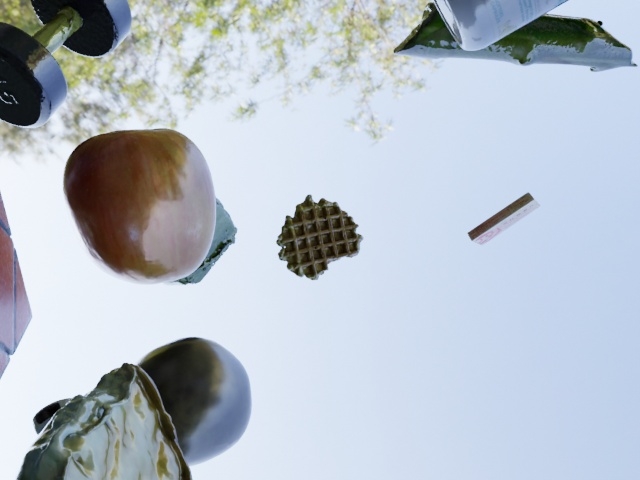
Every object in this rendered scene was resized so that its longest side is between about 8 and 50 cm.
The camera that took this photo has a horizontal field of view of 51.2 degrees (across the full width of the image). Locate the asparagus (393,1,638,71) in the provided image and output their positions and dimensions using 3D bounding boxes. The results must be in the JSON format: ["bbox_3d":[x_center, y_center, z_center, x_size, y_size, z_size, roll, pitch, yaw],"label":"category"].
[{"bbox_3d":[0.271,-0.277,0.914,0.343,0.082,0.085,1,-99,-3],"label":"asparagus"}]

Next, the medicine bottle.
[{"bbox_3d":[0.226,-0.312,0.719,0.215,0.135,0.135,-28,-140,12],"label":"medicine bottle"}]

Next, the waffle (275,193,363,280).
[{"bbox_3d":[-0.002,-0.001,0.649,0.085,0.078,0.016,-45,-172,-20],"label":"waffle"}]

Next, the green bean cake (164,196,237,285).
[{"bbox_3d":[-0.305,-0.022,1.478,0.113,0.200,0.214,3,-133,41],"label":"green bean cake"}]

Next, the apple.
[{"bbox_3d":[-0.286,-0.054,1.057,0.242,0.241,0.242,-6,-168,1],"label":"apple"}]

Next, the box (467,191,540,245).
[{"bbox_3d":[0.236,-0.026,0.860,0.093,0.058,0.015,-37,-111,18],"label":"box"}]

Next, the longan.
[{"bbox_3d":[-0.201,0.244,1.019,0.196,0.220,0.197,-4,-97,35],"label":"longan"}]

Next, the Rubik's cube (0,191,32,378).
[{"bbox_3d":[-0.430,0.046,0.660,0.205,0.207,0.205,-8,-157,-8],"label":"Rubik's cube"}]

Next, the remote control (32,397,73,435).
[{"bbox_3d":[-0.400,0.313,1.116,0.078,0.221,0.042,-31,-115,-6],"label":"remote control"}]

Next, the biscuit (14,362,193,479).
[{"bbox_3d":[-0.258,0.308,0.745,0.078,0.335,0.329,-21,-103,21],"label":"biscuit"}]

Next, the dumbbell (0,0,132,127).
[{"bbox_3d":[-0.538,-0.394,1.318,0.203,0.204,0.322,-3,-134,32],"label":"dumbbell"}]
